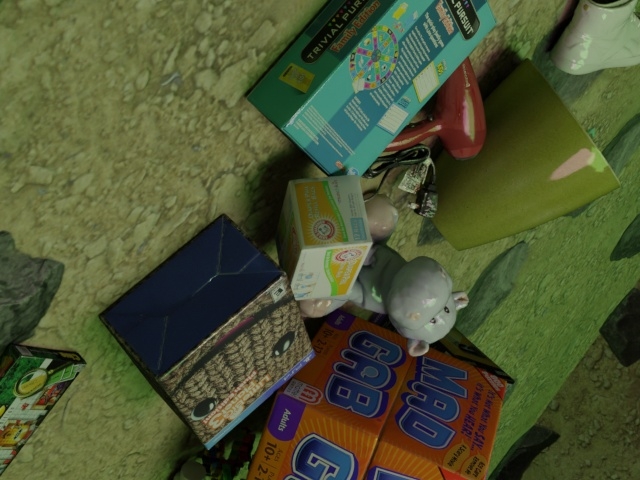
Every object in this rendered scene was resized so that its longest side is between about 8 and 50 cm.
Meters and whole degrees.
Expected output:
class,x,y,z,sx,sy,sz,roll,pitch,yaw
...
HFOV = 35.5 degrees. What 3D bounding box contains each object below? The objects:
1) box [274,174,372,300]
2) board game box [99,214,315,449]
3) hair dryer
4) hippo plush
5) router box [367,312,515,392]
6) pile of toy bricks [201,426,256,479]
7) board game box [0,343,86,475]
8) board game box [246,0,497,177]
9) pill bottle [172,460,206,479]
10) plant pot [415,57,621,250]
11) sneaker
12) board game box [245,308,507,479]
class,x,y,z,sx,sy,sz,roll,pitch,yaw
box,0.000,0.000,1.472,0.103,0.114,0.203,-6,156,-12
board game box,-0.156,0.144,1.491,0.232,0.141,0.291,-40,152,-13
hair dryer,0.173,-0.170,1.592,0.223,0.080,0.294,14,106,-43
hippo plush,0.103,0.097,1.701,0.234,0.236,0.294,-40,152,-15
router box,0.261,0.239,2.118,0.081,0.243,0.309,-52,154,8
pile of toy bricks,-0.159,0.405,1.902,0.105,0.118,0.212,-68,163,-46
board game box,-0.438,0.251,1.348,0.260,0.030,0.136,-52,151,9
board game box,0.081,-0.252,1.377,0.336,0.079,0.254,-48,154,1
pill bottle,-0.249,0.468,1.873,0.065,0.065,0.116,-21,143,-42
plant pot,0.321,-0.121,1.752,0.293,0.275,0.275,-36,156,13
sneaker,0.558,-0.411,1.833,0.292,0.108,0.169,-23,148,-37
board game box,0.085,0.400,1.781,0.356,0.356,0.356,-50,161,-65
